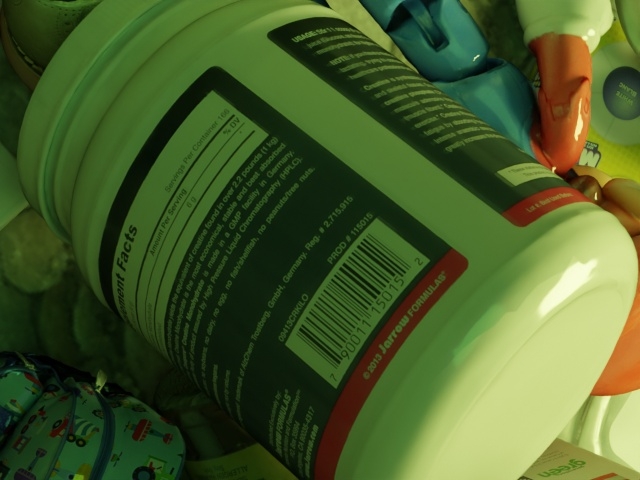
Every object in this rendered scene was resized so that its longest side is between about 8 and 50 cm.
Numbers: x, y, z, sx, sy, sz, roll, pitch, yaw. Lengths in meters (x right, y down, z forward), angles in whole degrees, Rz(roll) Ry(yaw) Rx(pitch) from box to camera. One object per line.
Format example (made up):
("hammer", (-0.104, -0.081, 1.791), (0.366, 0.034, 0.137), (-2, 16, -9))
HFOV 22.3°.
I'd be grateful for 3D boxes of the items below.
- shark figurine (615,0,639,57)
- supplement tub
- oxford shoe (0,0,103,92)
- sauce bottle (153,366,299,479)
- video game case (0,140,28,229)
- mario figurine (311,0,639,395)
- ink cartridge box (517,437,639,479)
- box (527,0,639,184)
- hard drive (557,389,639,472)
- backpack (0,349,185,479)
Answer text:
("shark figurine", (0.266, -0.214, 1.012), (0.278, 0.116, 0.166), (-22, 91, -28))
("supplement tub", (0.000, 0.000, 0.804), (0.191, 0.191, 0.272), (-43, 64, -15))
("oxford shoe", (-0.032, -0.246, 0.888), (0.140, 0.146, 0.397), (31, 78, -1))
("sauce bottle", (0.026, 0.209, 0.959), (0.111, 0.111, 0.344), (-34, 107, -18))
("video game case", (-0.299, -0.027, 0.866), (0.227, 0.026, 0.206), (-45, 106, -15))
("mario figurine", (0.101, -0.046, 0.966), (0.320, 0.198, 0.170), (51, 56, -3))
("ink cartridge box", (0.085, 0.222, 0.755), (0.309, 0.272, 0.130), (-13, 108, -33))
("box", (0.183, -0.085, 1.048), (0.105, 0.043, 0.179), (30, 82, -19))
("hard drive", (0.302, 0.146, 1.091), (0.339, 0.064, 0.237), (39, 78, -19))
("backpack", (-0.148, 0.140, 0.851), (0.117, 0.173, 0.158), (32, 81, -19))
